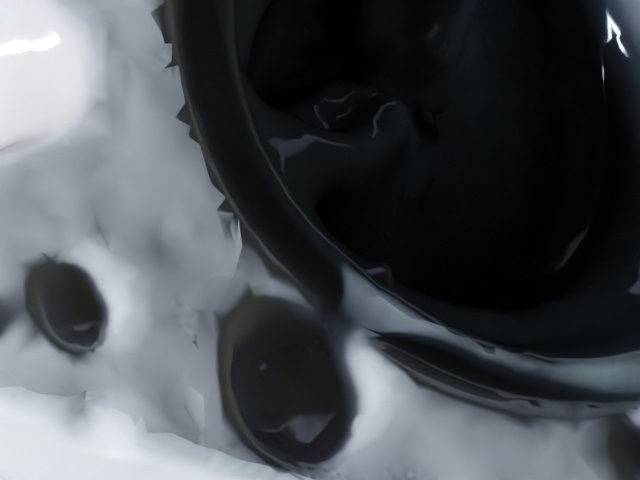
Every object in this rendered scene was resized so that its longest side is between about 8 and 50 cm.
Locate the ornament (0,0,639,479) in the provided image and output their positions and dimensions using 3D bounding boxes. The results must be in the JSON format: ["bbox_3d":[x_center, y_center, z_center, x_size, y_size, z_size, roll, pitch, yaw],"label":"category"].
[{"bbox_3d":[0.000,0.000,0.530,0.239,0.240,0.240,20,151,-17],"label":"ornament"}]
